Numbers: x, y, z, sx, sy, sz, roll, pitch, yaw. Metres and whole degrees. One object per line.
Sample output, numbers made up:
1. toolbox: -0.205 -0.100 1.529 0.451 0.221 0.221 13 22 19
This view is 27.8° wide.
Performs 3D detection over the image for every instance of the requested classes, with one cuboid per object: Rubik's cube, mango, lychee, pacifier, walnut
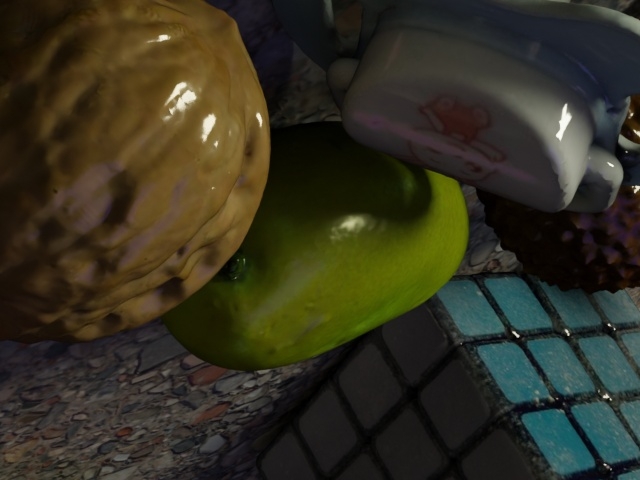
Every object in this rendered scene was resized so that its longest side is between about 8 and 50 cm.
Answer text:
1. Rubik's cube: 0.200 0.260 1.381 0.337 0.344 0.344 -3 142 -45
2. mango: 0.000 -0.005 0.927 0.273 0.149 0.185 -18 150 -34
3. lychee: 0.221 -0.056 1.017 0.238 0.200 0.200 24 124 -37
4. pacifier: 0.122 -0.135 0.786 0.226 0.287 0.238 -64 165 -13
5. walnut: -0.127 -0.050 0.678 0.213 0.213 0.213 -24 154 -13

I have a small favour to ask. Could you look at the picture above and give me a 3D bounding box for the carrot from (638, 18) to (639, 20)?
1. carrot: 0.378 -0.238 1.006 0.314 0.066 0.066 -30 154 8
